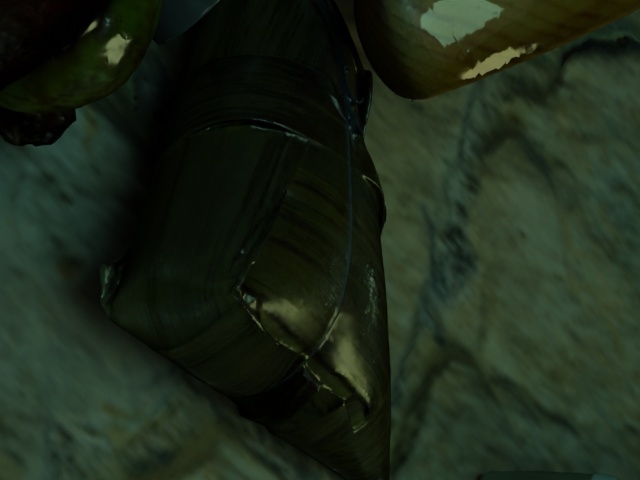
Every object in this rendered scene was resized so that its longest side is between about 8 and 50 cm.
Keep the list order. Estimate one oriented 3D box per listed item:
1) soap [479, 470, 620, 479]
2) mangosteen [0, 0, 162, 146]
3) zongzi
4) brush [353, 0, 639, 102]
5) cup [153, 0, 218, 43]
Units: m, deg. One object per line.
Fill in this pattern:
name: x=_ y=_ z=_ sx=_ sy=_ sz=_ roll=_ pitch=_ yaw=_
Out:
soap: x=0.198 y=0.189 z=1.125 sx=0.198 sy=0.119 sz=0.066 roll=20 pitch=73 yaw=-31
mangosteen: x=-0.182 y=-0.187 z=0.799 sx=0.330 sy=0.330 sz=0.330 roll=3 pitch=84 yaw=-33
zongzi: x=0.000 y=0.000 z=1.034 sx=0.242 sy=0.112 sz=0.221 roll=43 pitch=50 yaw=-45
brush: x=0.085 y=-0.180 z=1.021 sx=0.267 sy=0.174 sz=0.166 roll=-40 pitch=113 yaw=-58
cup: x=-0.083 y=-0.163 z=1.002 sx=0.077 sy=0.078 sz=0.100 roll=44 pitch=30 yaw=-18
